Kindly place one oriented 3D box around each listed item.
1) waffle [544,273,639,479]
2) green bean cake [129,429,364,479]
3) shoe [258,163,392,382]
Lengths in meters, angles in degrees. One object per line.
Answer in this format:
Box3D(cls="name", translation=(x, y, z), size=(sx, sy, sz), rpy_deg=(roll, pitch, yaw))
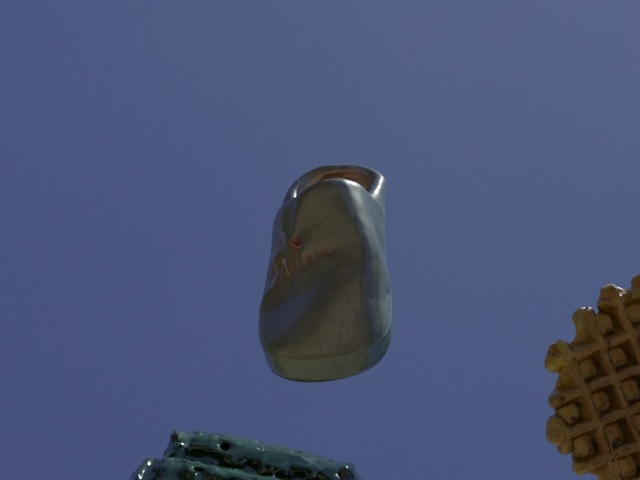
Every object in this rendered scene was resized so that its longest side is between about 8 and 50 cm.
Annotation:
Box3D(cls="waffle", translation=(0.254, 0.120, 1.282), size=(0.191, 0.038, 0.191), rpy_deg=(2, -98, -11))
Box3D(cls="green bean cake", translation=(-0.081, 0.310, 1.100), size=(0.169, 0.300, 0.307), rpy_deg=(12, -74, 0))
Box3D(cls="shoe", translation=(0.000, 0.000, 0.980), size=(0.079, 0.195, 0.078), rpy_deg=(-9, -59, 12))
